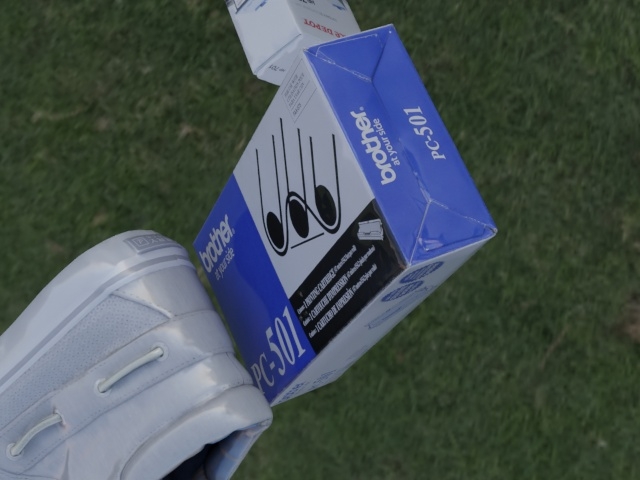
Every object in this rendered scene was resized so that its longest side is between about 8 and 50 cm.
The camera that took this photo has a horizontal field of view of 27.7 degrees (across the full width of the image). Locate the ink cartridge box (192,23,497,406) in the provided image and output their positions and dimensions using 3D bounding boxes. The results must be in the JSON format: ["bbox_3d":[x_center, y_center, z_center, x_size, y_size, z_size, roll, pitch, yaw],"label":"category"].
[{"bbox_3d":[0.000,0.000,0.584,0.097,0.046,0.207,65,155,14],"label":"ink cartridge box"}]

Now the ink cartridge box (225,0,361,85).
[{"bbox_3d":[-0.037,-0.268,1.461,0.082,0.191,0.139,-36,153,28],"label":"ink cartridge box"}]

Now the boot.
[{"bbox_3d":[-0.133,0.119,0.654,0.258,0.095,0.123,-45,66,28],"label":"boot"}]
